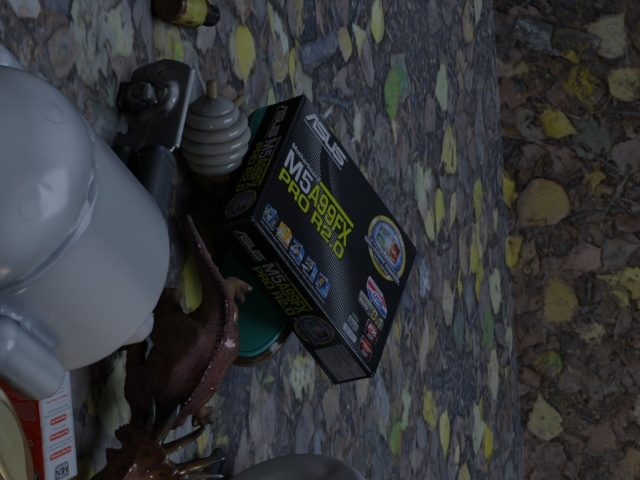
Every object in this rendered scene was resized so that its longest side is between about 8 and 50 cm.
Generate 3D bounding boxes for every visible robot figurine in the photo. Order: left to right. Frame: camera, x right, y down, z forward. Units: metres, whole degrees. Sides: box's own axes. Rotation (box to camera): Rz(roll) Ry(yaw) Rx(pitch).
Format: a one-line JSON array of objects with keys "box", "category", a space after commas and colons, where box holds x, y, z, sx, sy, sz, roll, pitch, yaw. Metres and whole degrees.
[{"box": [-0.254, -0.015, 1.661, 0.353, 0.199, 0.300, 55, 23, -59], "category": "robot figurine"}]

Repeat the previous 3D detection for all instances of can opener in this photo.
[{"box": [-0.180, -0.061, 2.078, 0.095, 0.076, 0.283, 56, 38, -57], "category": "can opener"}]

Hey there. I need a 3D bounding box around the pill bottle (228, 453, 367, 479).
[{"box": [-0.007, 0.452, 2.359, 0.204, 0.204, 0.361, -63, 146, -54], "category": "pill bottle"}]

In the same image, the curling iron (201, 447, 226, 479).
[{"box": [-0.153, 0.344, 2.200, 0.068, 0.035, 0.274, 74, 24, -48], "category": "curling iron"}]

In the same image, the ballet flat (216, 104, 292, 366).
[{"box": [-0.068, 0.005, 2.396, 0.124, 0.116, 0.342, 94, -1, -67], "category": "ballet flat"}]

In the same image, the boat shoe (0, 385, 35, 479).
[{"box": [-0.298, 0.249, 1.694, 0.123, 0.123, 0.342, -39, 138, -29], "category": "boat shoe"}]

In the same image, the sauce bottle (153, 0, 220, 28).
[{"box": [-0.147, -0.260, 2.239, 0.128, 0.042, 0.042, 4, 86, -69], "category": "sauce bottle"}]

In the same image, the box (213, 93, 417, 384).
[{"box": [0.000, 0.000, 2.316, 0.270, 0.060, 0.216, 54, 39, -30], "category": "box"}]

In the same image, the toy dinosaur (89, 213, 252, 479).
[{"box": [-0.137, 0.135, 1.998, 0.200, 0.127, 0.296, -105, -146, -70], "category": "toy dinosaur"}]

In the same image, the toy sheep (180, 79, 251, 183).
[{"box": [-0.120, -0.123, 2.246, 0.091, 0.091, 0.132, -61, 149, -56], "category": "toy sheep"}]

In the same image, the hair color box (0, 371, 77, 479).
[{"box": [-0.266, 0.159, 1.862, 0.072, 0.043, 0.141, -18, 105, -71], "category": "hair color box"}]
